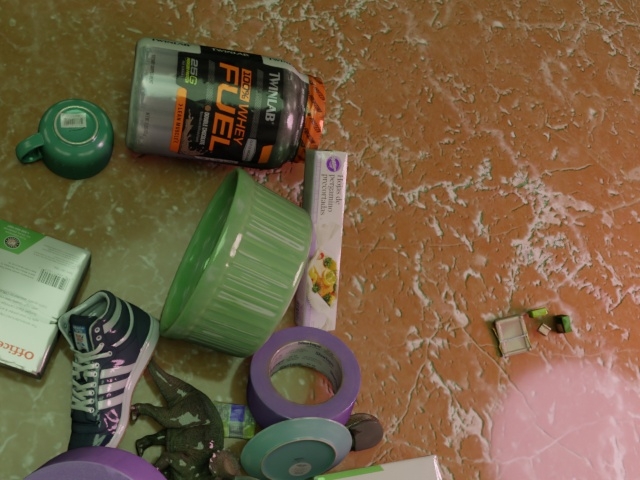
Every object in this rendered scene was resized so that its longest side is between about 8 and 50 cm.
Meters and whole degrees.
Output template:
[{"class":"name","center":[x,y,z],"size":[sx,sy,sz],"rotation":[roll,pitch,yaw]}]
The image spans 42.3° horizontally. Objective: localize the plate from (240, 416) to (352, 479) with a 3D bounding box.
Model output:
[{"class":"plate","center":[-0.037,0.355,1.362],"size":[0.188,0.188,0.024],"rotation":[0,42,-16]}]

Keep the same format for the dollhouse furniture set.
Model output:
[{"class":"dollhouse furniture set","center":[0.415,0.177,1.637],"size":[0.152,0.058,0.076],"rotation":[-14,84,-1]}]

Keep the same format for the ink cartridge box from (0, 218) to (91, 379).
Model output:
[{"class":"ink cartridge box","center":[-0.492,0.099,1.355],"size":[0.160,0.092,0.219],"rotation":[22,68,-8]}]

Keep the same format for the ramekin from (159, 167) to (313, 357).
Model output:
[{"class":"ramekin","center":[-0.136,0.046,1.373],"size":[0.148,0.303,0.303],"rotation":[25,67,-15]}]

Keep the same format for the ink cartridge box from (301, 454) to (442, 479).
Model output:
[{"class":"ink cartridge box","center":[0.056,0.424,1.315],"size":[0.198,0.273,0.114],"rotation":[-5,72,-18]}]

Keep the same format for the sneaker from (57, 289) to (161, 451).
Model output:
[{"class":"sneaker","center":[-0.365,0.215,1.314],"size":[0.153,0.099,0.282],"rotation":[50,49,-46]}]

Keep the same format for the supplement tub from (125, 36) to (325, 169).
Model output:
[{"class":"supplement tub","center":[-0.174,-0.241,1.499],"size":[0.338,0.207,0.207],"rotation":[6,71,-14]}]

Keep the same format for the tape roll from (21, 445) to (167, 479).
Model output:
[{"class":"tape roll","center":[-0.342,0.451,1.225],"size":[0.275,0.090,0.274],"rotation":[0,92,4]}]

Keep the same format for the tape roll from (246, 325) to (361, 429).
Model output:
[{"class":"tape roll","center":[-0.030,0.246,1.415],"size":[0.189,0.080,0.189],"rotation":[5,49,-6]}]

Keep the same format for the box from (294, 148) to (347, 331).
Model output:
[{"class":"box","center":[0.000,0.000,1.477],"size":[0.063,0.067,0.324],"rotation":[1,98,-19]}]

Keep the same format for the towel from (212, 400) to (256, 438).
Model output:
[{"class":"towel","center":[-0.152,0.311,1.432],"size":[0.083,0.009,0.060],"rotation":[11,69,-13]}]

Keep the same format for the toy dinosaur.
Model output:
[{"class":"toy dinosaur","center":[-0.220,0.325,1.363],"size":[0.160,0.121,0.313],"rotation":[-10,50,-20]}]

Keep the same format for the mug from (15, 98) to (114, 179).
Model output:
[{"class":"mug","center":[-0.439,-0.175,1.457],"size":[0.129,0.097,0.158],"rotation":[38,66,-2]}]

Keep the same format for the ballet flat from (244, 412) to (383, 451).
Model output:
[{"class":"ballet flat","center":[-0.013,0.345,1.442],"size":[0.250,0.058,0.084],"rotation":[-10,109,-14]}]
